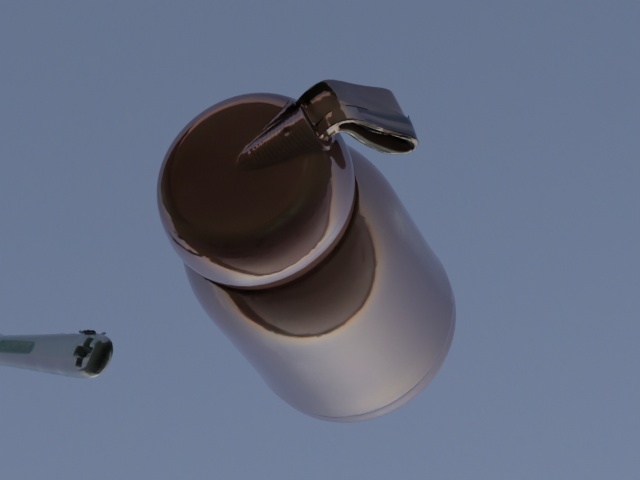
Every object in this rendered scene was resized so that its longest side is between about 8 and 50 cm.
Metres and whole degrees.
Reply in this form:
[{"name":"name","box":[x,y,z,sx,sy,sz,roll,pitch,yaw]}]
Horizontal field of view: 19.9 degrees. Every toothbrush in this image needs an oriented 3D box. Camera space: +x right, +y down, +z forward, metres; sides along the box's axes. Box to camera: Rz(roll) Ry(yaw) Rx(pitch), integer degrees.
[{"name":"toothbrush","box":[-0.261,0.090,1.445,0.040,0.418,0.042,33,-109,-30]}]

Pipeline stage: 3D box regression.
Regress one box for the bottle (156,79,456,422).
[{"name":"bottle","box":[0.000,0.000,1.368,0.206,0.173,0.297,-29,-34,4]}]
